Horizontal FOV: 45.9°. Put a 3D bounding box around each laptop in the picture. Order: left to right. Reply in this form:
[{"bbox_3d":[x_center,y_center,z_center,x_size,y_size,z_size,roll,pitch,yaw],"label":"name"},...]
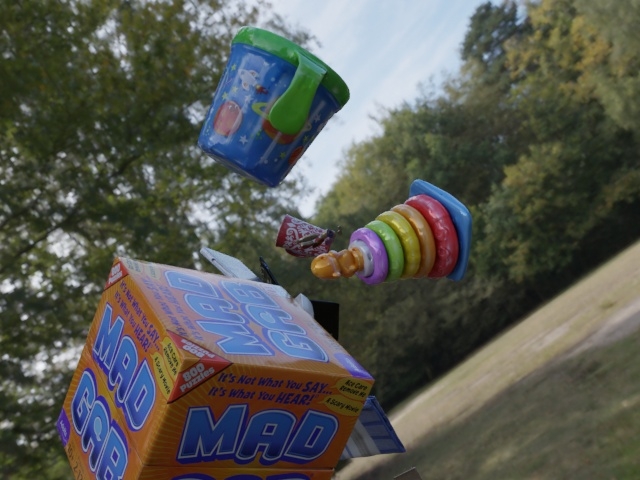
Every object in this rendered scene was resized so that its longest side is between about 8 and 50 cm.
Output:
[{"bbox_3d":[-0.066,0.182,2.326,0.136,0.264,0.234,-25,-32,-17],"label":"laptop"}]

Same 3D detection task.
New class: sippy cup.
[{"bbox_3d":[-0.099,-0.224,1.356,0.224,0.240,0.305,-61,-16,-4],"label":"sippy cup"}]

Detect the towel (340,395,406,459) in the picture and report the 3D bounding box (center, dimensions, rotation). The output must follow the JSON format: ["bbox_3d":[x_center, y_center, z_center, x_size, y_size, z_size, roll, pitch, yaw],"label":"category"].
[{"bbox_3d":[0.030,0.447,1.750,0.285,0.209,0.034,-13,36,24],"label":"towel"}]

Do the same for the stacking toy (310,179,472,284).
[{"bbox_3d":[0.114,0.019,1.368,0.302,0.175,0.165,-18,-53,-28],"label":"stacking toy"}]

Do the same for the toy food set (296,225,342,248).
[{"bbox_3d":[0.000,0.000,1.957,0.122,0.019,0.078,-20,-24,-1],"label":"toy food set"}]

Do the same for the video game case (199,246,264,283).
[{"bbox_3d":[-0.232,0.100,2.186,0.023,0.193,0.212,-52,-24,5],"label":"video game case"}]

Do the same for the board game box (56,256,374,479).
[{"bbox_3d":[-0.197,0.285,1.311,0.356,0.356,0.356,14,-75,-36],"label":"board game box"}]

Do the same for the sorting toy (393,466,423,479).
[{"bbox_3d":[0.193,0.560,1.737,0.083,0.062,0.012,-28,18,6],"label":"sorting toy"}]

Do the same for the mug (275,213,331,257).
[{"bbox_3d":[-0.047,-0.003,2.474,0.150,0.169,0.113,76,-147,-78],"label":"mug"}]

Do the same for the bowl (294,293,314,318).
[{"bbox_3d":[-0.063,0.216,1.826,0.142,0.053,0.142,-51,18,27],"label":"bowl"}]
